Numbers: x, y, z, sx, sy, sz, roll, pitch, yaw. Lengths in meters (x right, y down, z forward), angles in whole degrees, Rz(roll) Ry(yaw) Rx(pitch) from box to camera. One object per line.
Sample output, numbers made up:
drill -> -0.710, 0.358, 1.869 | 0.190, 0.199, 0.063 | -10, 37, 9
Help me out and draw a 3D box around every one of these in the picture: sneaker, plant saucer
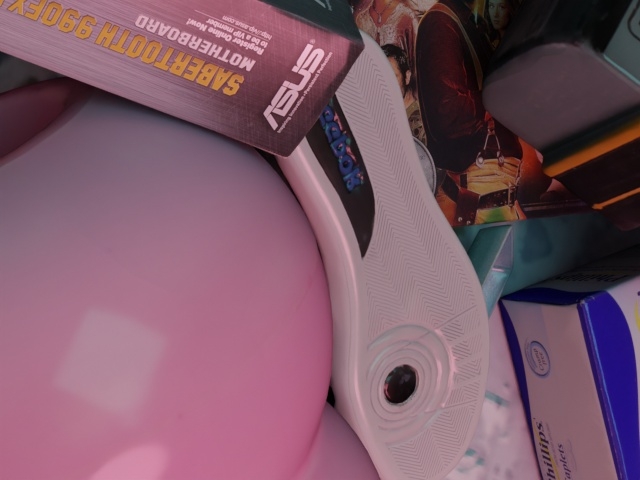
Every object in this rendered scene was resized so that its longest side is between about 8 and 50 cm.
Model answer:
sneaker -> 0.000, 0.000, 0.640 | 0.079, 0.121, 0.217 | -28, 116, -26
plant saucer -> 0.047, 0.082, 0.699 | 0.018, 0.067, 0.192 | 25, 75, 15

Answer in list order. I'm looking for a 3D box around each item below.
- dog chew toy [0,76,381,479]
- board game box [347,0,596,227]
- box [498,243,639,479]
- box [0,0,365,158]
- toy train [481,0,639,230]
dog chew toy -> -0.066, 0.108, 0.559 | 0.206, 0.206, 0.332 | -35, 115, -25
board game box -> 0.105, -0.093, 0.736 | 0.243, 0.042, 0.165 | -7, 93, -29
box -> 0.179, 0.069, 0.762 | 0.137, 0.072, 0.126 | -19, 99, -28
box -> -0.094, -0.145, 0.531 | 0.183, 0.231, 0.056 | 18, 124, -29
toy train -> 0.218, -0.137, 0.701 | 0.190, 0.142, 0.334 | 35, 70, -13
